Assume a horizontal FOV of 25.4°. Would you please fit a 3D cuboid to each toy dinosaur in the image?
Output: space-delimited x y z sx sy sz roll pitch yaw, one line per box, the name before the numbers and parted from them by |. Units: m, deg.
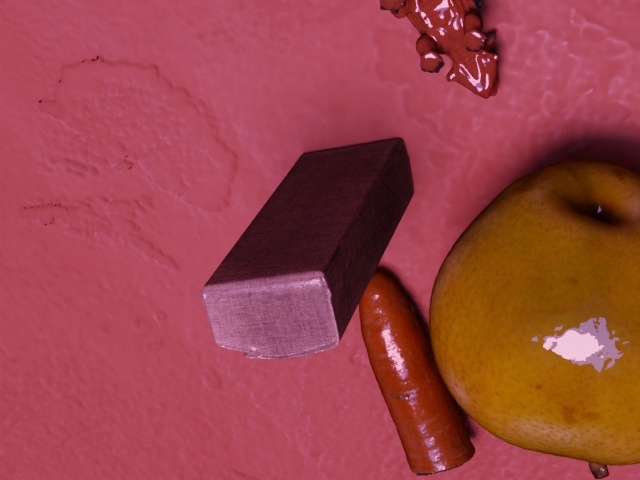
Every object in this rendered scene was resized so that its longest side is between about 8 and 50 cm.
toy dinosaur | 0.063 -0.143 0.810 0.049 0.055 0.154 -22 113 25

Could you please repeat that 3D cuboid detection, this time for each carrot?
carrot | 0.055 0.085 0.916 0.048 0.048 0.139 -17 105 21

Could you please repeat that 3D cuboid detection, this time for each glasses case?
glasses case | 0.000 0.000 0.806 0.070 0.205 0.047 -7 112 18

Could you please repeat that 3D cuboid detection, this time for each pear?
pear | 0.152 0.060 0.828 0.180 0.166 0.216 0 135 2
